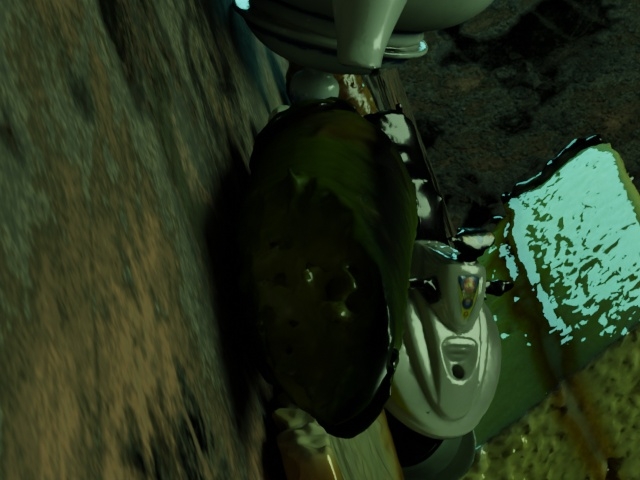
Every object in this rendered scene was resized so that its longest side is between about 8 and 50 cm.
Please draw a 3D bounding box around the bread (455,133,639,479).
[{"bbox_3d":[0.259,0.136,2.101,0.242,0.346,0.405,59,5,-31],"label":"bread"}]

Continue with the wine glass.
[{"bbox_3d":[0.074,0.148,1.493,0.195,0.079,0.079,48,25,-76],"label":"wine glass"}]

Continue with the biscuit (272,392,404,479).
[{"bbox_3d":[0.021,0.158,1.184,0.309,0.040,0.204,-82,153,-74],"label":"biscuit"}]

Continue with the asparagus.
[{"bbox_3d":[0.001,0.004,1.152,0.382,0.108,0.128,-78,149,-75],"label":"asparagus"}]

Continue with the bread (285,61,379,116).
[{"bbox_3d":[0.022,-0.097,1.729,0.233,0.076,0.105,58,1,-40],"label":"bread"}]

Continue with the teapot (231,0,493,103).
[{"bbox_3d":[0.025,-0.231,1.516,0.424,0.252,0.280,-102,-154,-70],"label":"teapot"}]

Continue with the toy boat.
[{"bbox_3d":[0.058,0.007,1.392,0.269,0.141,0.141,60,-2,36],"label":"toy boat"}]
